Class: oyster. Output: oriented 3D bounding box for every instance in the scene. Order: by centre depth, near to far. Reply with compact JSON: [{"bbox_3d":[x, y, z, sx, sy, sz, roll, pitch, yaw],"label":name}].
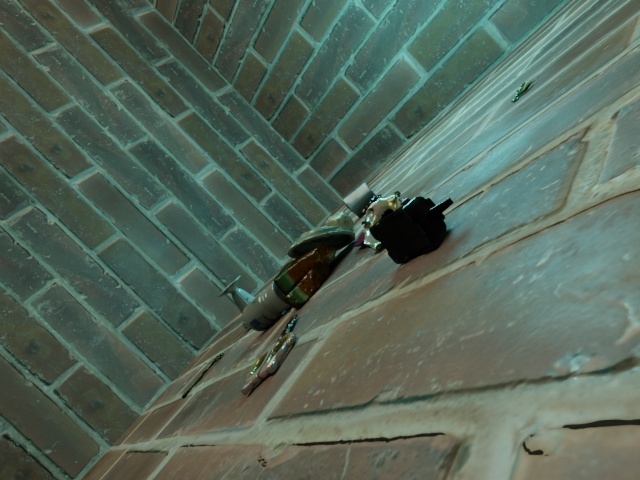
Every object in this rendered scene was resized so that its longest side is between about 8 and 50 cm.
[{"bbox_3d":[0.162,-0.042,1.130,0.133,0.072,0.209,-37,26,17],"label":"oyster"}]

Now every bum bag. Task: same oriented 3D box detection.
[{"bbox_3d":[0.216,-0.156,1.895,0.124,0.034,0.058,-47,-3,-38],"label":"bum bag"}]

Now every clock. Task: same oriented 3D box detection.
[{"bbox_3d":[0.000,0.000,1.523,0.237,0.053,0.236,-13,-17,-4],"label":"clock"}]

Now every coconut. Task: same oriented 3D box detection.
[{"bbox_3d":[0.074,-0.060,1.852,0.110,0.110,0.124,-47,11,-24],"label":"coconut"}]

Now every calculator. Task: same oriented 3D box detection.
[{"bbox_3d":[0.173,-0.052,1.304,0.190,0.034,0.126,-45,2,-12],"label":"calculator"}]

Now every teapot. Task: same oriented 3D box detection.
[{"bbox_3d":[0.166,-0.030,0.797,0.096,0.087,0.177,-42,2,-29],"label":"teapot"}]

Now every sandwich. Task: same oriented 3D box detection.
[{"bbox_3d":[-0.051,0.102,1.427,0.212,0.109,0.292,-43,4,30],"label":"sandwich"}]

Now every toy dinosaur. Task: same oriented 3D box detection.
[{"bbox_3d":[0.550,-0.409,1.235,0.062,0.021,0.083,-53,3,-17],"label":"toy dinosaur"}]

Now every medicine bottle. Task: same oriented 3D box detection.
[{"bbox_3d":[-0.171,0.217,1.502,0.168,0.105,0.105,-44,4,25],"label":"medicine bottle"}]

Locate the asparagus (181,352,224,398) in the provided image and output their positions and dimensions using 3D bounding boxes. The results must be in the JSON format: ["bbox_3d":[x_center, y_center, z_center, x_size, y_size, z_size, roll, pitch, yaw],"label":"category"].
[{"bbox_3d":[-0.475,0.542,1.840,0.022,0.023,0.233,21,55,35],"label":"asparagus"}]

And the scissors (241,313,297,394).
[{"bbox_3d":[-0.100,0.244,1.076,0.160,0.024,0.317,-43,4,19],"label":"scissors"}]

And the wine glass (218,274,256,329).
[{"bbox_3d":[-0.322,0.261,1.934,0.165,0.196,0.165,-44,6,6],"label":"wine glass"}]

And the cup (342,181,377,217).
[{"bbox_3d":[0.183,-0.170,1.996,0.129,0.095,0.128,-41,-34,10],"label":"cup"}]
